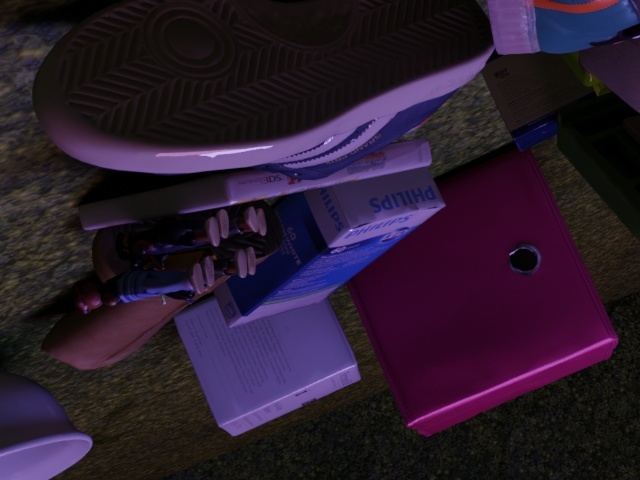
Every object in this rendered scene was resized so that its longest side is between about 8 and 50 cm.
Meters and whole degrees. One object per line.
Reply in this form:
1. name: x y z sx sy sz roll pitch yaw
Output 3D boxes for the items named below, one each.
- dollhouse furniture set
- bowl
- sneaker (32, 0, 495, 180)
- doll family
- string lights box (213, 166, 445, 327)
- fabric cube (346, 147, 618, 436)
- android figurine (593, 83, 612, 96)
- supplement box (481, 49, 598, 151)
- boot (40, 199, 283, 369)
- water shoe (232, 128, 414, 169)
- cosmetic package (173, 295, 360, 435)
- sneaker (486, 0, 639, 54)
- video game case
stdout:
1. dollhouse furniture set: 0.359 -0.157 1.110 0.301 0.151 0.197 -19 132 -14
2. bowl: -0.406 0.212 1.441 0.298 0.134 0.298 -22 167 -5
3. sneaker: -0.040 -0.089 0.915 0.350 0.131 0.148 -14 159 -35
4. doll family: -0.121 0.016 1.067 0.111 0.076 0.193 -5 179 18
5. string lights box: 0.000 0.000 1.435 0.133 0.077 0.260 -14 163 -38
6. fabric cube: 0.184 0.068 1.635 0.258 0.254 0.259 -23 167 5
7. android figurine: 0.385 -0.170 1.488 0.248 0.056 0.273 -31 167 27
8. supplement box: 0.197 -0.139 1.221 0.083 0.083 0.056 -26 167 8
9. boot: -0.190 0.059 1.321 0.269 0.089 0.236 -33 163 38
10. water shoe: -0.011 -0.104 1.080 0.203 0.073 0.080 -12 -179 -21
11. cosmetic package: -0.063 0.133 1.671 0.184 0.151 0.151 -24 167 -1
12. sneaker: 0.157 -0.194 0.813 0.121 0.108 0.302 -1 169 11
13. video game case: -0.057 -0.046 1.119 0.206 0.026 0.227 -13 -176 -38
